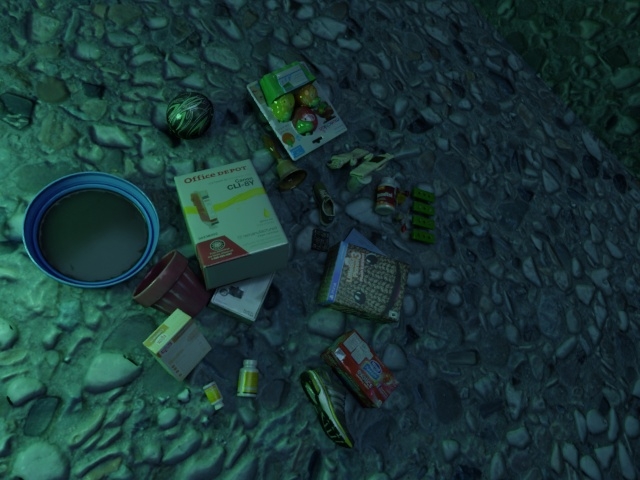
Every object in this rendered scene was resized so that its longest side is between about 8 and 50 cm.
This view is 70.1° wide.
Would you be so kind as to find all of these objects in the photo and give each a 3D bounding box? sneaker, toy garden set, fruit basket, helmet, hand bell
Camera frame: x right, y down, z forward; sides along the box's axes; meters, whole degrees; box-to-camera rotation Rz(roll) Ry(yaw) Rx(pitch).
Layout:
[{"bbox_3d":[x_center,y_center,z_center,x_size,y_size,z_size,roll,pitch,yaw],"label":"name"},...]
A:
[{"bbox_3d":[0.023,-0.161,1.832,0.064,0.086,0.192,-4,73,-24],"label":"sneaker"},{"bbox_3d":[0.050,0.567,1.570,0.121,0.111,0.299,-22,83,-32],"label":"sneaker"},{"bbox_3d":[0.404,-0.115,2.005,0.204,0.049,0.244,14,67,-20],"label":"toy garden set"},{"bbox_3d":[-0.084,-0.550,1.888,0.327,0.165,0.353,-36,91,-29],"label":"fruit basket"},{"bbox_3d":[-0.482,-0.465,1.683,0.170,0.161,0.169,8,69,-21],"label":"helmet"},{"bbox_3d":[-0.167,-0.329,1.822,0.126,0.126,0.242,-22,68,-28],"label":"hand bell"}]

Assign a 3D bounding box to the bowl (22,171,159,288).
[{"bbox_3d":[-0.727,-0.031,1.469,0.392,0.077,0.390,8,69,-21],"label":"bowl"}]

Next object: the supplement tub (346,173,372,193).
[{"bbox_3d":[0.162,-0.248,1.912,0.071,0.107,0.070,8,69,-20],"label":"supplement tub"}]

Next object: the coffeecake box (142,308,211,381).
[{"bbox_3d":[-0.435,0.324,1.403,0.068,0.185,0.142,23,56,30],"label":"coffeecake box"}]

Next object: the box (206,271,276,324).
[{"bbox_3d":[-0.259,0.130,1.605,0.169,0.087,0.289,26,64,-12],"label":"box"}]

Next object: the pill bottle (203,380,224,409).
[{"bbox_3d":[-0.340,0.497,1.461,0.043,0.043,0.083,-24,82,-28],"label":"pill bottle"}]

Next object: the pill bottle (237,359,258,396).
[{"bbox_3d":[-0.238,0.456,1.507,0.065,0.065,0.116,11,68,-20],"label":"pill bottle"}]

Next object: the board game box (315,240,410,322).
[{"bbox_3d":[0.160,0.163,1.721,0.291,0.141,0.231,18,72,-14],"label":"board game box"}]

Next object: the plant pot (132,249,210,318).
[{"bbox_3d":[-0.462,0.158,1.459,0.180,0.201,0.201,44,60,-21],"label":"plant pot"}]

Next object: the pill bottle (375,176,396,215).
[{"bbox_3d":[0.280,-0.191,1.955,0.086,0.086,0.151,15,66,-18],"label":"pill bottle"}]

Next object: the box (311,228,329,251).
[{"bbox_3d":[0.000,0.000,1.803,0.067,0.018,0.083,12,67,-19],"label":"box"}]

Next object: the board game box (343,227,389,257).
[{"bbox_3d":[0.202,0.089,1.852,0.281,0.027,0.145,40,60,-6],"label":"board game box"}]

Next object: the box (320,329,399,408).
[{"bbox_3d":[0.140,0.462,1.634,0.128,0.123,0.256,-40,90,-29],"label":"box"}]

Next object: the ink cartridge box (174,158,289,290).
[{"bbox_3d":[-0.303,-0.064,1.530,0.280,0.160,0.384,-17,59,-17],"label":"ink cartridge box"}]

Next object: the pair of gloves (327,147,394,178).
[{"bbox_3d":[0.161,-0.334,1.898,0.204,0.240,0.042,-28,126,-29],"label":"pair of gloves"}]
